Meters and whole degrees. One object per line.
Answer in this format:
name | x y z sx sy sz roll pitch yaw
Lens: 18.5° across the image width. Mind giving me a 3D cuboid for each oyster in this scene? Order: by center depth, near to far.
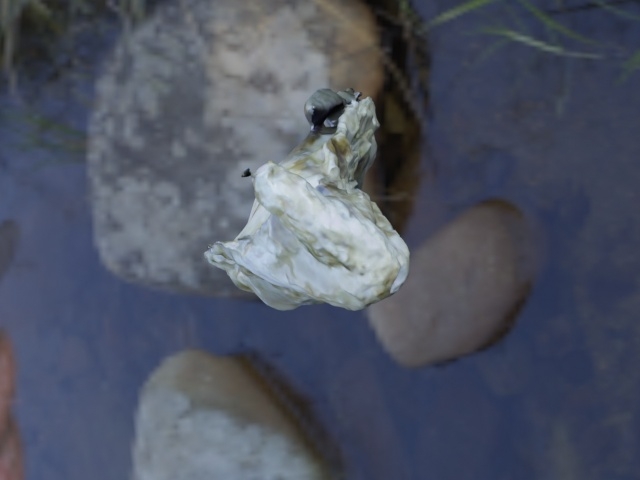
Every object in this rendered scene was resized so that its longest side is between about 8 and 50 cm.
oyster | -0.003 -0.003 0.699 0.061 0.200 0.106 36 113 -1
